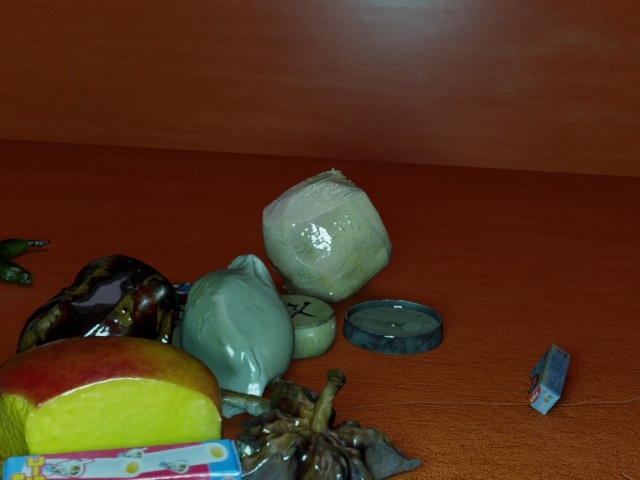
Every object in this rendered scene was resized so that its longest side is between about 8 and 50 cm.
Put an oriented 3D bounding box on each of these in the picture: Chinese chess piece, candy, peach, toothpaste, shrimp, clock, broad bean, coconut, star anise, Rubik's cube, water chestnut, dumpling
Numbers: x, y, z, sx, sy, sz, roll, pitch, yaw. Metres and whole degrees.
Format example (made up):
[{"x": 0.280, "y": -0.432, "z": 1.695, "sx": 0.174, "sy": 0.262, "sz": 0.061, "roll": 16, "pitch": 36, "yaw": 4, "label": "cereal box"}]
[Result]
[{"x": -0.060, "y": 0.174, "z": 2.084, "sx": 0.188, "sy": 0.083, "sz": 0.188, "roll": 2, "pitch": 20, "yaw": -1, "label": "Chinese chess piece"}, {"x": -0.260, "y": 0.363, "z": 1.352, "sx": 0.306, "sy": 0.157, "sz": 0.100, "roll": -2, "pitch": 19, "yaw": -15, "label": "candy"}, {"x": -0.338, "y": 0.259, "z": 1.515, "sx": 0.380, "sy": 0.242, "sz": 0.306, "roll": -6, "pitch": 8, "yaw": -11, "label": "peach"}, {"x": 0.424, "y": 0.266, "z": 1.916, "sx": 0.044, "sy": 0.070, "sz": 0.193, "roll": 36, "pitch": 25, "yaw": 6, "label": "toothpaste"}, {"x": -0.128, "y": 0.298, "z": 1.688, "sx": 0.166, "sy": 0.049, "sz": 0.161, "roll": 28, "pitch": 28, "yaw": 20, "label": "shrimp"}, {"x": 0.154, "y": 0.180, "z": 2.155, "sx": 0.215, "sy": 0.042, "sz": 0.215, "roll": 2, "pitch": 18, "yaw": -1, "label": "clock"}, {"x": -0.745, "y": 0.042, "z": 2.463, "sx": 0.144, "sy": 0.049, "sz": 0.292, "roll": 1, "pitch": 17, "yaw": -7, "label": "broad bean"}, {"x": 0.000, "y": 0.000, "z": 2.314, "sx": 0.254, "sy": 0.297, "sz": 0.297, "roll": -31, "pitch": 25, "yaw": -8, "label": "coconut"}, {"x": -0.002, "y": 0.308, "z": 1.590, "sx": 0.292, "sy": 0.109, "sz": 0.349, "roll": 40, "pitch": 33, "yaw": 24, "label": "star anise"}, {"x": -0.278, "y": 0.148, "z": 2.090, "sx": 0.133, "sy": 0.112, "sz": 0.133, "roll": 3, "pitch": 16, "yaw": -1, "label": "Rubik's cube"}, {"x": -0.364, "y": 0.182, "z": 1.771, "sx": 0.300, "sy": 0.300, "sz": 0.300, "roll": 2, "pitch": 18, "yaw": -1, "label": "water chestnut"}, {"x": -0.178, "y": 0.159, "z": 1.905, "sx": 0.270, "sy": 0.211, "sz": 0.320, "roll": 10, "pitch": 19, "yaw": 13, "label": "dumpling"}]
